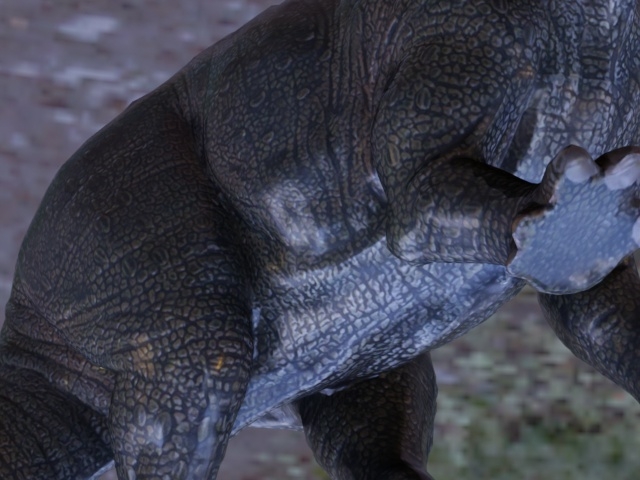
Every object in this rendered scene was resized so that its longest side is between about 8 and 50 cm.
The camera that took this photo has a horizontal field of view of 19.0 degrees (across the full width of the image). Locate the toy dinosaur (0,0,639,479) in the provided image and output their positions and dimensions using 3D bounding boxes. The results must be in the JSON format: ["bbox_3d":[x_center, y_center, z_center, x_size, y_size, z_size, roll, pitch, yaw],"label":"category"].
[{"bbox_3d":[0.000,0.000,0.429,0.121,0.160,0.313,26,115,-38],"label":"toy dinosaur"}]
